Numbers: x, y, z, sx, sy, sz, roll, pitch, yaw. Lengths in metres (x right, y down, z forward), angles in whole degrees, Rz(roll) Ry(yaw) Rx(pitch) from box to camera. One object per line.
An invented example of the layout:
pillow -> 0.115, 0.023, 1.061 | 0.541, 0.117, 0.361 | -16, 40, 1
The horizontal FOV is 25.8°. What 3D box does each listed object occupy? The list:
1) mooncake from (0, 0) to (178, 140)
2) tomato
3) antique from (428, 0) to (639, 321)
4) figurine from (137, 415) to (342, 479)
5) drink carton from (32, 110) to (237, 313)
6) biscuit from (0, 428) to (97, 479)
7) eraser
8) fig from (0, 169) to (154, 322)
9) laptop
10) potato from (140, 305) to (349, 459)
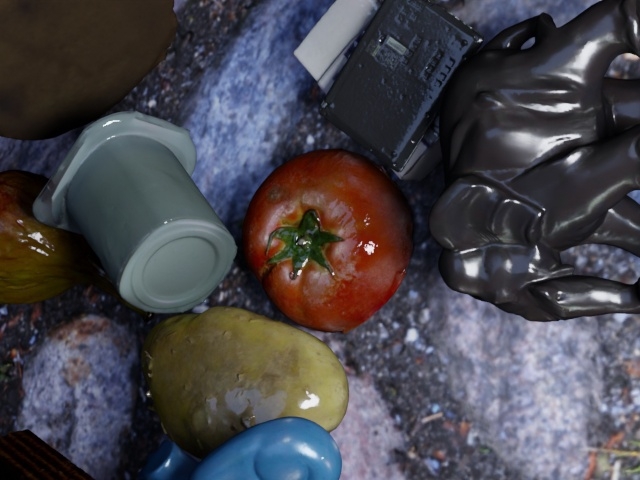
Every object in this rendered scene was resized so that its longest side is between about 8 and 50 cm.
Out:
mooncake -> -0.358, -0.291, 1.767 | 0.324, 0.324, 0.187 | -48, 60, 20
tomato -> -0.002, -0.002, 1.644 | 0.225, 0.085, 0.225 | -4, 82, 30
antique -> 0.239, -0.074, 1.440 | 0.255, 0.185, 0.322 | -11, 79, 25
figurine -> -0.114, 0.361, 1.553 | 0.243, 0.298, 0.416 | 5, 116, -3
drink carton -> -0.213, -0.028, 1.694 | 0.191, 0.185, 0.189 | -51, 45, 16
biscuit -> -0.324, 0.333, 1.725 | 0.388, 0.073, 0.107 | 15, 118, 59
eraser -> 0.078, -0.184, 1.602 | 0.124, 0.068, 0.210 | -48, 70, 23
fig -> -0.349, 0.015, 1.857 | 0.290, 0.190, 0.190 | 17, 96, -8
laptop -> 0.087, -0.183, 1.551 | 0.129, 0.016, 0.180 | 39, 109, 23
potato -> -0.103, 0.177, 1.658 | 0.296, 0.141, 0.191 | 17, 94, 35
